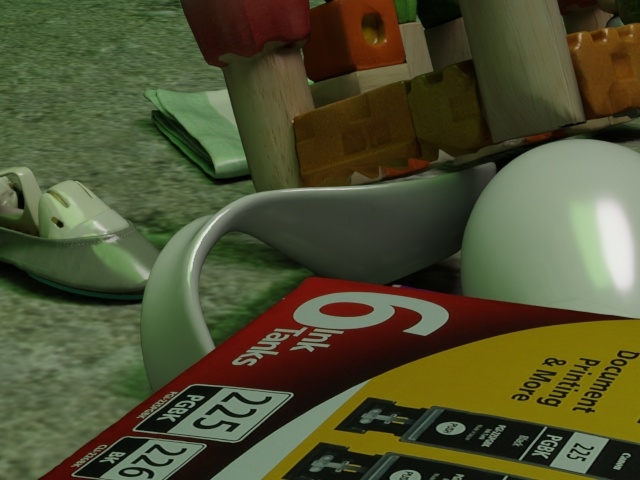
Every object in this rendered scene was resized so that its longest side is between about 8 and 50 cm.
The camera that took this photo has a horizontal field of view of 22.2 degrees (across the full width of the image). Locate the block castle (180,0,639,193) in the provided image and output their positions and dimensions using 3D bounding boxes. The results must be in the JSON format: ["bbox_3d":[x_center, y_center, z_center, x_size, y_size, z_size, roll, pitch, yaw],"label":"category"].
[{"bbox_3d":[0.156,-0.177,1.116,0.453,0.213,0.303,-15,1,-43],"label":"block castle"}]

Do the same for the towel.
[{"bbox_3d":[0.030,-0.119,1.411,0.324,0.038,0.248,-10,20,-17],"label":"towel"}]

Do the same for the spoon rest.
[{"bbox_3d":[0.000,0.000,0.950,0.137,0.084,0.276,-21,4,43],"label":"spoon rest"}]

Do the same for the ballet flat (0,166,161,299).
[{"bbox_3d":[-0.183,-0.011,1.077,0.213,0.068,0.072,12,24,40],"label":"ballet flat"}]

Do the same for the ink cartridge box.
[{"bbox_3d":[0.051,0.131,0.490,0.271,0.130,0.309,6,21,25],"label":"ink cartridge box"}]

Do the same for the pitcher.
[{"bbox_3d":[0.160,0.039,0.796,0.177,0.125,0.207,15,27,-9],"label":"pitcher"}]

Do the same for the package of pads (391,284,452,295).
[{"bbox_3d":[0.039,0.052,0.891,0.050,0.032,0.083,11,23,33],"label":"package of pads"}]
